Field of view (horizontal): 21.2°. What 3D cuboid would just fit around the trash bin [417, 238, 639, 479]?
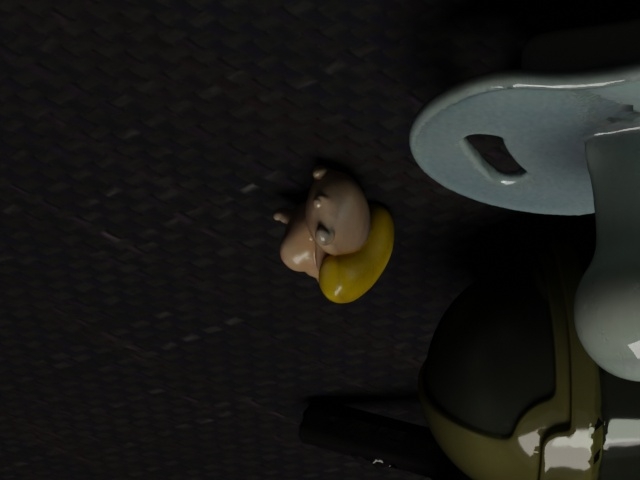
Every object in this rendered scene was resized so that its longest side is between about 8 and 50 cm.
[{"bbox_3d":[0.242,0.105,1.331,0.333,0.214,0.214,-1,151,3],"label":"trash bin"}]

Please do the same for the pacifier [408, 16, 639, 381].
[{"bbox_3d":[0.206,-0.020,1.081,0.299,0.233,0.244,-6,152,24],"label":"pacifier"}]

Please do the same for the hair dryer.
[{"bbox_3d":[0.089,0.210,1.629,0.251,0.197,0.089,15,163,31],"label":"hair dryer"}]

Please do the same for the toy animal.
[{"bbox_3d":[0.000,0.000,1.319,0.082,0.091,0.114,6,157,31],"label":"toy animal"}]
